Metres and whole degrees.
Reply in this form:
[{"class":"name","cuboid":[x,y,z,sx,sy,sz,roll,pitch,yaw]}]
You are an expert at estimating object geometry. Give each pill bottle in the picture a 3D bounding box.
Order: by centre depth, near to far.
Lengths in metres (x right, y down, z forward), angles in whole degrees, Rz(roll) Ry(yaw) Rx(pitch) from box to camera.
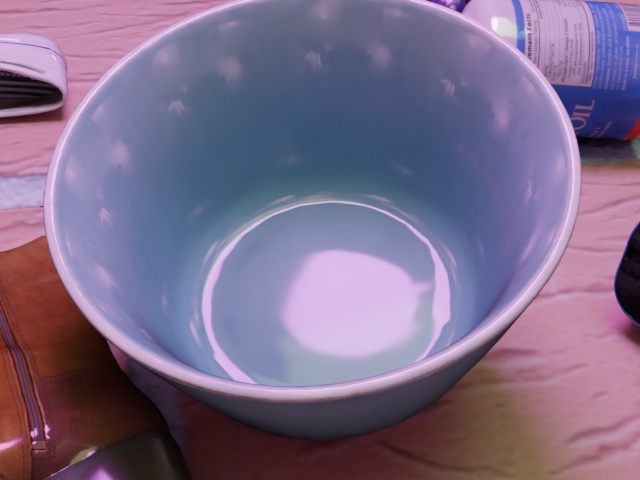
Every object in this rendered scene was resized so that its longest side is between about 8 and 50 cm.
[{"class":"pill bottle","cuboid":[0.187,-0.156,0.934,0.221,0.124,0.124,3,39,-6]}]

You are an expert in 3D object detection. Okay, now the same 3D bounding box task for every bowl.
[{"class":"bowl","cuboid":[0.000,0.000,0.663,0.311,0.163,0.311,-3,53,4]}]

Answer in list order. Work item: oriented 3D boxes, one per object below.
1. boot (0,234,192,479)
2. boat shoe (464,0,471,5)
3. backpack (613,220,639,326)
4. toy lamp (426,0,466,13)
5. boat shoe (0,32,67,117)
[{"class":"boot","cuboid":[-0.236,0.091,0.613,0.264,0.096,0.280,-16,42,-23]},{"class":"boat shoe","cuboid":[0.118,-0.358,1.192,0.123,0.123,0.342,-10,47,-20]},{"class":"backpack","cuboid":[0.275,0.031,0.737,0.114,0.105,0.084,31,23,30]},{"class":"toy lamp","cuboid":[0.007,-0.192,0.982,0.274,0.080,0.080,-13,42,-21]},{"class":"boat shoe","cuboid":[-0.332,-0.142,0.901,0.226,0.083,0.076,-10,40,-18]}]
